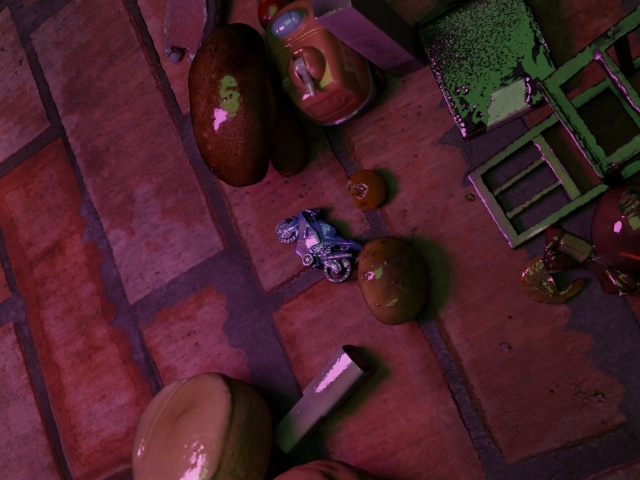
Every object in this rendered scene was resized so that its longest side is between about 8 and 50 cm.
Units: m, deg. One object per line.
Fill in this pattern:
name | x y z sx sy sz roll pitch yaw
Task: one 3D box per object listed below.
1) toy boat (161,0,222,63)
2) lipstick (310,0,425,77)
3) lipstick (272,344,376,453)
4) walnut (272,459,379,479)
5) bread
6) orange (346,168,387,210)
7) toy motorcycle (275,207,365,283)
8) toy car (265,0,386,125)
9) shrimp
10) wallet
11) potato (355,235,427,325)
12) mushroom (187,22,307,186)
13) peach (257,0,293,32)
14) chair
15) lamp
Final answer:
toy boat | -0.287 -0.517 1.800 0.155 0.085 0.227 21 108 35
lipstick | 0.095 -0.390 1.421 0.076 0.371 0.079 -13 81 25
lipstick | 0.002 0.328 1.585 0.077 0.079 0.253 45 108 22
walnut | 0.022 0.593 1.426 0.384 0.383 0.383 -2 86 27
bread | -0.230 0.434 1.578 0.320 0.237 0.320 -25 48 31
orange | 0.094 -0.105 1.577 0.086 0.062 0.086 -2 85 24
toy motorcycle | 0.000 0.000 1.616 0.205 0.076 0.114 37 96 23
toy car | -0.008 -0.370 1.561 0.180 0.212 0.270 -25 75 24
shrimp | 0.441 0.059 1.399 0.162 0.045 0.095 -24 75 18
wallet | 0.319 -0.351 1.479 0.221 0.071 0.262 -24 83 23
potato | 0.139 0.074 1.508 0.137 0.137 0.176 -30 76 22
mushroom | -0.170 -0.274 1.576 0.239 0.345 0.345 -27 71 -18
peach | -0.104 -0.501 1.704 0.098 0.061 0.098 -2 84 20
chair | 0.433 -0.172 1.309 0.416 0.240 0.203 -35 74 20
lamp | 0.507 -0.011 1.298 0.215 0.151 0.223 28 91 0
